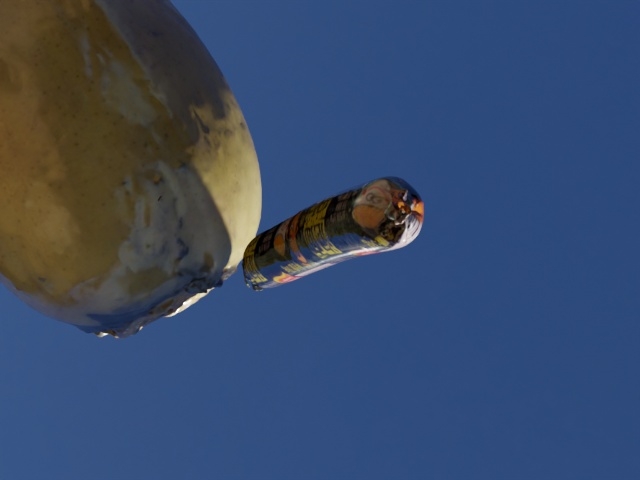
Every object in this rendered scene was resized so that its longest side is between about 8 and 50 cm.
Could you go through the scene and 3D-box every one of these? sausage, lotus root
[{"bbox_3d":[0.000,0.000,0.543,0.028,0.025,0.198,-50,-172,-15],"label":"sausage"},{"bbox_3d":[-0.157,-0.089,0.866,0.182,0.183,0.310,-27,-81,35],"label":"lotus root"}]
